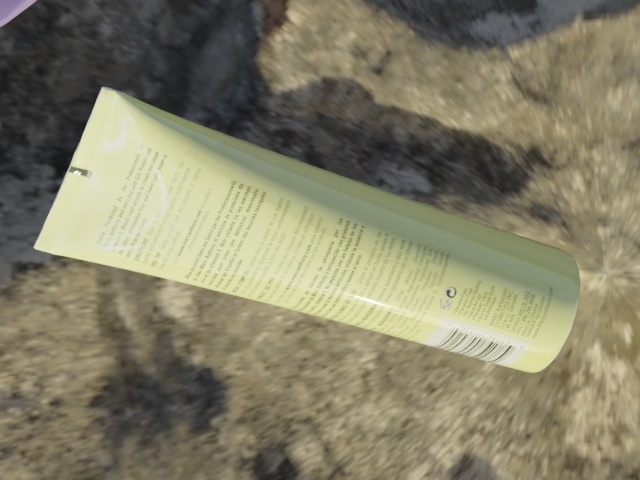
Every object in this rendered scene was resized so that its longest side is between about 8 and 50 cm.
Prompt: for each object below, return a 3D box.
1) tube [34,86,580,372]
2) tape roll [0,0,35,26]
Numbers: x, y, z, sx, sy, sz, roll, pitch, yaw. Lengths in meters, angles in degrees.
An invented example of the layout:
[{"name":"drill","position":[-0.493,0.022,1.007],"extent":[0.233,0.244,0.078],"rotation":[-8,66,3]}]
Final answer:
[{"name":"tube","position":[0.000,0.000,0.811],"extent":[0.240,0.062,0.070],"rotation":[16,84,-17]},{"name":"tape roll","position":[-0.112,-0.116,0.316],"extent":[0.189,0.080,0.189],"rotation":[-1,95,-14]}]
